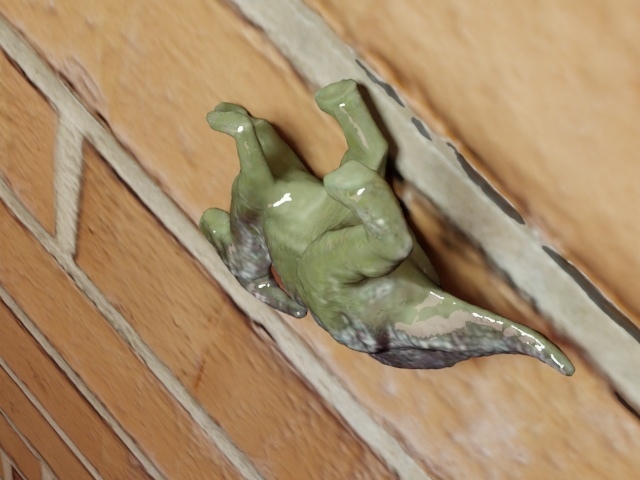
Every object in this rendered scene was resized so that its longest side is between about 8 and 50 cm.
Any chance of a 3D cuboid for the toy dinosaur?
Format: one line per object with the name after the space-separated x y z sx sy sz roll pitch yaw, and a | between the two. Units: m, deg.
0.005 -0.005 0.526 0.294 0.077 0.162 32 150 56 | toy dinosaur
